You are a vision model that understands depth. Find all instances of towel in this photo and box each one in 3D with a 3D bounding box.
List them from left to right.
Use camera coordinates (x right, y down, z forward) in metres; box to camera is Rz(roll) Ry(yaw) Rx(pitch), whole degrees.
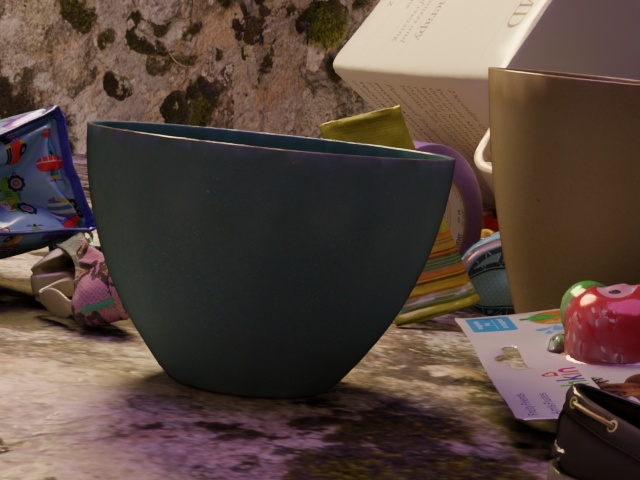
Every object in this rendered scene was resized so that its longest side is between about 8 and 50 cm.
[{"bbox_3d":[0.084,-0.029,1.565,0.102,0.237,0.021,-14,-15,-25],"label":"towel"}]

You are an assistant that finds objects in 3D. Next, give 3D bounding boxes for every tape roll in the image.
[{"bbox_3d":[0.095,-0.021,1.678,0.189,0.189,0.080,0,9,-44],"label":"tape roll"}]

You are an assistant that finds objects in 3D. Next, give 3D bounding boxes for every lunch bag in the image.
[{"bbox_3d":[-0.400,-0.020,1.415,0.221,0.138,0.293,-12,7,29],"label":"lunch bag"}]

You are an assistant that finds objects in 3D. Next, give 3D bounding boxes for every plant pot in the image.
[{"bbox_3d":[-0.048,0.015,1.170,0.290,0.195,0.290,6,6,-1],"label":"plant pot"},{"bbox_3d":[0.282,-0.025,1.470,0.256,0.274,0.256,5,8,-1],"label":"plant pot"}]

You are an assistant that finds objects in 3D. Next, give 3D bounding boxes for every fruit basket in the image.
[{"bbox_3d":[0.302,0.068,1.172,0.353,0.165,0.327,0,10,-2],"label":"fruit basket"}]

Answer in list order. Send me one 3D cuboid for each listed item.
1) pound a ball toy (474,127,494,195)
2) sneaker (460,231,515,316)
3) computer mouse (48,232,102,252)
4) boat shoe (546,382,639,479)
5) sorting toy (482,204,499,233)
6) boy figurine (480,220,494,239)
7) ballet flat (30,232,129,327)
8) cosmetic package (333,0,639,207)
[{"bbox_3d":[0.270,-0.021,1.772,0.208,0.136,0.319,11,-29,37],"label":"pound a ball toy"},{"bbox_3d":[0.275,0.049,1.613,0.262,0.104,0.125,4,10,-9],"label":"sneaker"},{"bbox_3d":[-0.173,0.019,1.667,0.272,0.072,0.188,-7,9,-9],"label":"computer mouse"},{"bbox_3d":[0.233,0.140,0.873,0.228,0.068,0.081,12,8,44],"label":"boat shoe"},{"bbox_3d":[0.196,-0.003,2.079,0.257,0.089,0.255,6,6,2],"label":"sorting toy"},{"bbox_3d":[0.130,-0.009,1.878,0.177,0.092,0.285,-31,41,-16],"label":"boy figurine"},{"bbox_3d":[-0.232,0.040,1.403,0.079,0.077,0.221,-17,13,-17],"label":"ballet flat"},{"bbox_3d":[0.302,-0.245,1.953,0.327,0.329,0.394,42,-14,-28],"label":"cosmetic package"}]
